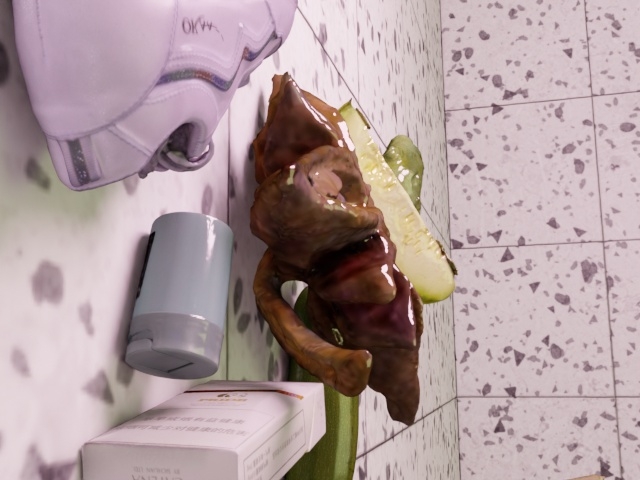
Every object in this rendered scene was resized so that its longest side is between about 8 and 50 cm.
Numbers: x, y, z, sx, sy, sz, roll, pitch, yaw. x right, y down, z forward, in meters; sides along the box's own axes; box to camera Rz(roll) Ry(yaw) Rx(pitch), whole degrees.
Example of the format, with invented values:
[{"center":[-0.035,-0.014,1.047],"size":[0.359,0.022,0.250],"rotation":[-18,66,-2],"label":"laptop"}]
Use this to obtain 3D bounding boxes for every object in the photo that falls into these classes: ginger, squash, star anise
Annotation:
[{"center":[0.131,-0.029,1.160],"size":[0.137,0.089,0.290],"rotation":[-1,83,-57],"label":"ginger"},{"center":[0.002,0.161,0.658],"size":[0.066,0.066,0.252],"rotation":[46,44,-68],"label":"squash"},{"center":[0.002,0.000,0.556],"size":[0.292,0.108,0.350],"rotation":[50,17,-51],"label":"star anise"},{"center":[0.079,-0.034,0.907],"size":[0.169,0.093,0.252],"rotation":[42,-16,36],"label":"squash"}]

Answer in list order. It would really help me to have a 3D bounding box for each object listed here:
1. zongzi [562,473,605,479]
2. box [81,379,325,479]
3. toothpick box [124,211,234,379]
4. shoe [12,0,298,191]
[{"center":[0.175,0.414,0.795],"size":[0.154,0.317,0.290],"rotation":[-122,-155,-77],"label":"zongzi"},{"center":[-0.057,0.112,0.413],"size":[0.154,0.083,0.040],"rotation":[0,86,-75],"label":"box"},{"center":[-0.078,0.032,0.410],"size":[0.052,0.052,0.083],"rotation":[63,27,-57],"label":"toothpick box"},{"center":[-0.075,-0.100,0.390],"size":[0.245,0.095,0.138],"rotation":[-20,110,-71],"label":"shoe"}]
